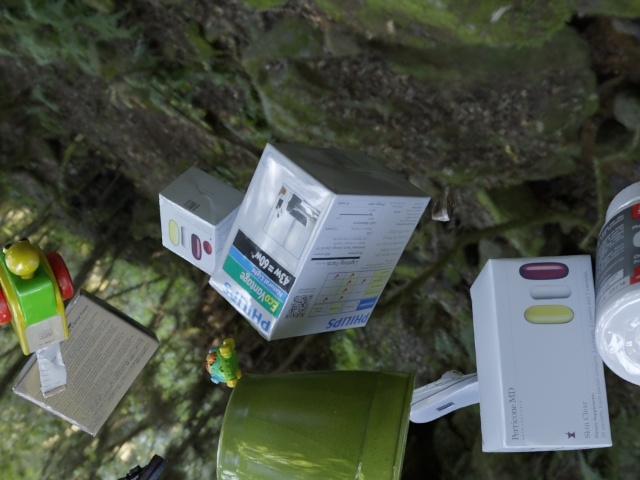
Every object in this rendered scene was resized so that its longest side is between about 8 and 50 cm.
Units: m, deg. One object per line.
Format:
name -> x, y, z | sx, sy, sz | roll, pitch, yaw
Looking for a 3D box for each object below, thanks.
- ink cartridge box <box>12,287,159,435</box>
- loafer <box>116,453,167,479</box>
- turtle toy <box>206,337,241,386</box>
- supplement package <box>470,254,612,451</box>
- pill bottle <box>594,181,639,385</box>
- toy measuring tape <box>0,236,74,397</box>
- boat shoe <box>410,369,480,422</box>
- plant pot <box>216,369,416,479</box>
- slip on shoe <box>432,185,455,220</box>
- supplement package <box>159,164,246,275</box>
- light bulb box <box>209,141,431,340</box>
ink cartridge box -> -0.474, 0.245, 1.702 | 0.193, 0.235, 0.088 | 36, 178, -18
loafer -> -0.523, 0.673, 2.193 | 0.095, 0.303, 0.109 | 37, -175, 5
turtle toy -> -0.214, 0.265, 1.830 | 0.130, 0.066, 0.095 | -78, -22, -80
supplement package -> 0.311, 0.172, 1.221 | 0.145, 0.262, 0.204 | -3, 164, 2
pill bottle -> 0.442, 0.043, 1.090 | 0.161, 0.161, 0.283 | 38, -144, -9
toy measuring tape -> -0.401, 0.098, 1.163 | 0.121, 0.121, 0.330 | 37, 145, 17
boat shoe -> 0.319, 0.355, 2.022 | 0.095, 0.258, 0.084 | 47, -153, -43
plant pot -> -0.010, 0.411, 1.669 | 0.352, 0.367, 0.366 | 9, 173, 8
slip on shoe -> 0.309, -0.092, 2.102 | 0.135, 0.041, 0.051 | -70, -37, -50
supplement package -> -0.312, -0.051, 2.256 | 0.194, 0.149, 0.203 | 29, 141, 20
light bulb box -> 0.000, 0.000, 1.865 | 0.225, 0.361, 0.357 | 39, -155, 32
